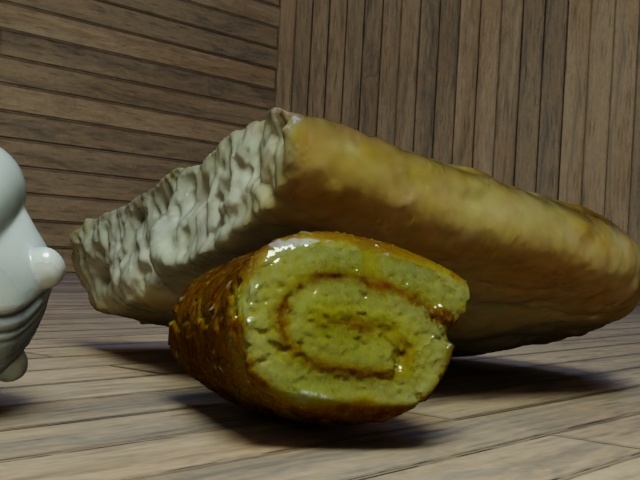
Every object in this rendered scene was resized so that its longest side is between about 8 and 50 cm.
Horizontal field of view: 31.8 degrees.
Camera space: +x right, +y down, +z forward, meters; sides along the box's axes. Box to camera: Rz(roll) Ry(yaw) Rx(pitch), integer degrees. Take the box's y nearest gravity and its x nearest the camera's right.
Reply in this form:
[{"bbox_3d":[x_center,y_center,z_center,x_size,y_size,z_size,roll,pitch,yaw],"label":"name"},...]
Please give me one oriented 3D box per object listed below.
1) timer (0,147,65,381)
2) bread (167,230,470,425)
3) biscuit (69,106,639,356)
[{"bbox_3d":[-0.295,-0.018,0.606,0.315,0.290,0.291,24,-3,-7],"label":"timer"},{"bbox_3d":[-0.007,0.052,0.640,0.132,0.103,0.172,10,-8,-18],"label":"bread"},{"bbox_3d":[0.031,0.035,0.910,0.446,0.104,0.429,15,-21,-35],"label":"biscuit"}]
